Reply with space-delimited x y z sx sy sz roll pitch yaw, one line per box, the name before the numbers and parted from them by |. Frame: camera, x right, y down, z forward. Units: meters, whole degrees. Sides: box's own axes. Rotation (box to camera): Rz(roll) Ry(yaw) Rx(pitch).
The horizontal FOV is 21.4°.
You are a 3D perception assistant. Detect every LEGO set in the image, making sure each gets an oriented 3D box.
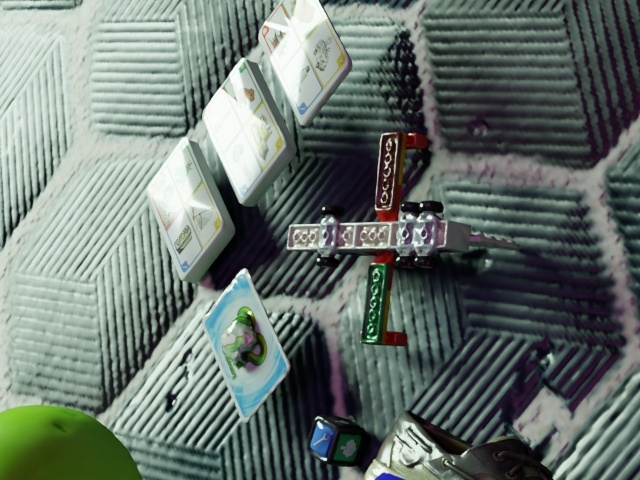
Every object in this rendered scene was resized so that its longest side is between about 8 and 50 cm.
LEGO set | 0.000 0.000 0.934 0.182 0.060 0.244 -51 46 30

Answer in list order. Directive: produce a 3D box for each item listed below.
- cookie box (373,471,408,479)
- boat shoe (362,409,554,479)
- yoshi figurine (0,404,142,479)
cookie box | 0.059 0.169 0.767 0.092 0.040 0.107 14 127 43
boat shoe | 0.082 0.116 0.797 0.152 0.056 0.049 14 88 43
yoshi figurine | -0.217 0.202 0.911 0.362 0.203 0.203 -25 47 11
